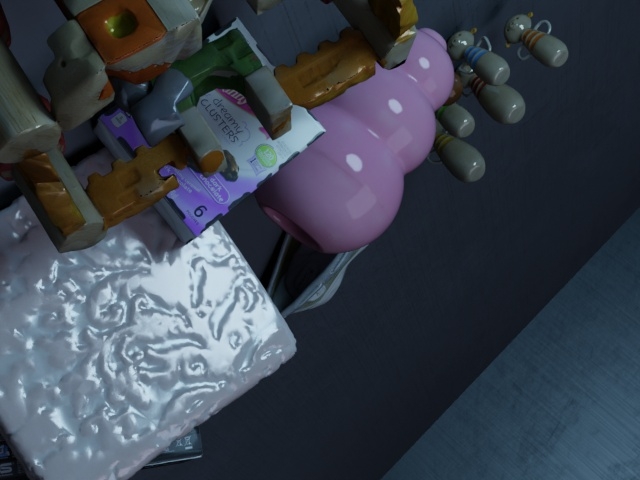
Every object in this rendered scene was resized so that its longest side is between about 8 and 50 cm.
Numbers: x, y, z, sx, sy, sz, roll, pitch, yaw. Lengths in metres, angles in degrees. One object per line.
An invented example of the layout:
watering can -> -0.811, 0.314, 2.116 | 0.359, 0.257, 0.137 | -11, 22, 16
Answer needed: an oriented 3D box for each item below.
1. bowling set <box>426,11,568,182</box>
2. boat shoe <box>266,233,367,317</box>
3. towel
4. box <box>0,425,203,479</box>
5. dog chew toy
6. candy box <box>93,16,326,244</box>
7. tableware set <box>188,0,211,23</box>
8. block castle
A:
bowling set -> 0.219, -0.250, 1.646 | 0.200, 0.154, 0.287 | 22, 109, -45
boat shoe -> -0.002, -0.001, 1.635 | 0.103, 0.118, 0.320 | -30, 157, -44
towel -> -0.230, 0.079, 1.163 | 0.332, 0.317, 0.053 | -34, -179, -29
box -> -0.277, 0.154, 1.183 | 0.270, 0.216, 0.060 | -4, 165, -28
dog chew toy -> 0.058, -0.147, 1.436 | 0.332, 0.206, 0.206 | -53, 157, -10
candy box -> -0.122, -0.122, 1.187 | 0.196, 0.165, 0.070 | -41, -174, -18
tableware set -> -0.132, -0.298, 1.097 | 0.141, 0.020, 0.168 | -56, 155, 16
block castle -> -0.128, -0.214, 0.977 | 0.453, 0.213, 0.303 | -31, 164, -10
